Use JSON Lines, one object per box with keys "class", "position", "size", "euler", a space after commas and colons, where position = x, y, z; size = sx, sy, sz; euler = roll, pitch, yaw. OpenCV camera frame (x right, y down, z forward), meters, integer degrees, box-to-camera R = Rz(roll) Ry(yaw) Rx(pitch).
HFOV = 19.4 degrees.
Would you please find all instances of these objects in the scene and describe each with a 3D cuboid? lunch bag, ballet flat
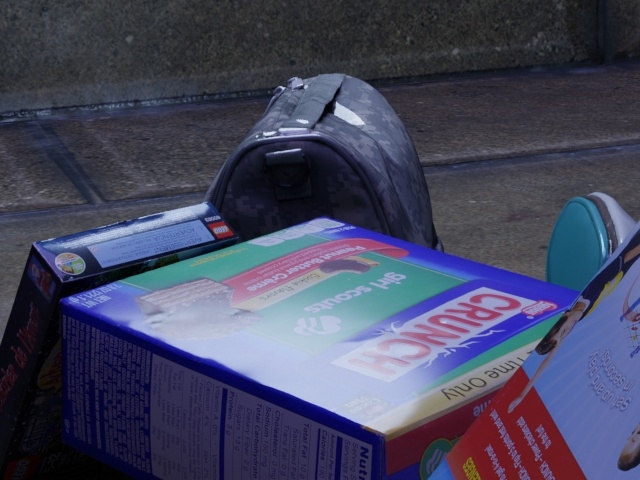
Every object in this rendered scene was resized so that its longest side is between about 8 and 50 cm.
{"class": "lunch bag", "position": [0.000, 0.000, 1.631], "size": [0.212, 0.256, 0.305], "euler": [-1, 14, 8]}
{"class": "ballet flat", "position": [0.280, 0.072, 1.605], "size": [0.139, 0.139, 0.400], "euler": [-3, 18, 0]}

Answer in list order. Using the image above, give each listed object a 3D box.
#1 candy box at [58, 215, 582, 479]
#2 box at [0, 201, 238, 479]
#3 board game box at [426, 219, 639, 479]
{"class": "candy box", "position": [0.020, 0.097, 1.276], "size": [0.317, 0.122, 0.268], "euler": [19, 27, 41]}
{"class": "box", "position": [-0.168, 0.082, 1.421], "size": [0.159, 0.233, 0.044], "euler": [-16, 53, -39]}
{"class": "board game box", "position": [0.162, 0.088, 0.746], "size": [0.086, 0.302, 0.308], "euler": [36, 9, -11]}
